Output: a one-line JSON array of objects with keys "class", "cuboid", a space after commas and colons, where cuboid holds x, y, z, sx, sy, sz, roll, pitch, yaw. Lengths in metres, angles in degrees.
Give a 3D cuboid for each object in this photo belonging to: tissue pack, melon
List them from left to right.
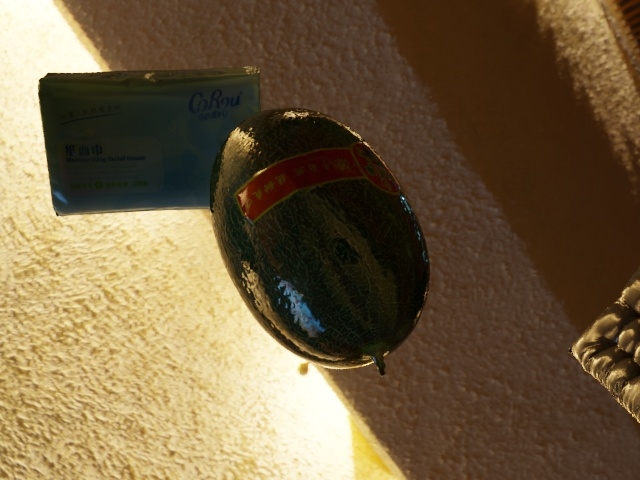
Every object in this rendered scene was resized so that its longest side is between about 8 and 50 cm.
[{"class": "tissue pack", "cuboid": [-0.202, -0.121, 0.965, 0.263, 0.089, 0.177, -3, -69, -6]}, {"class": "melon", "cuboid": [0.000, 0.000, 0.713, 0.182, 0.182, 0.287, -8, -125, -32]}]

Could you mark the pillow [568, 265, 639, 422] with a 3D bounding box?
[{"class": "pillow", "cuboid": [0.460, 0.128, 0.989, 0.101, 0.326, 0.228, 38, -80, -7]}]
